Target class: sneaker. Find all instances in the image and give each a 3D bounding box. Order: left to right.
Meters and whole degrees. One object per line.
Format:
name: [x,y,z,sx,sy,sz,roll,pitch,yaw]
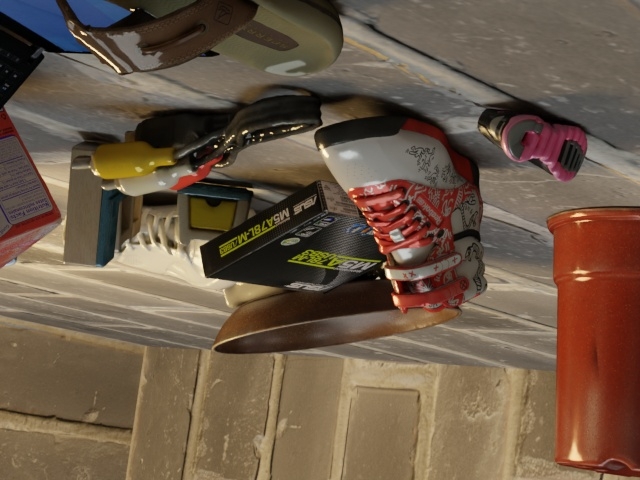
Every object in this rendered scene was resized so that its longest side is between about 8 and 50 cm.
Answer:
sneaker: [-0.206,-0.003,1.865,0.169,0.108,0.292,9,173,-32]
sneaker: [0.080,-0.016,1.376,0.090,0.145,0.270,-8,167,23]
sneaker: [0.172,-0.083,1.279,0.057,0.047,0.119,25,-176,42]

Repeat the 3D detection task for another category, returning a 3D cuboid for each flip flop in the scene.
flip flop: [-0.095,-0.136,0.977,0.112,0.080,0.277,-7,164,42]

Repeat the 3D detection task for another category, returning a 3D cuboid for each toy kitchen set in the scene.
toy kitchen set: [-0.165,-0.044,1.660,0.166,0.122,0.207,7,-169,3]

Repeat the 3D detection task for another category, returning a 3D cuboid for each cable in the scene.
cable: [-0.086,-0.078,1.400,0.287,0.072,0.139,-2,173,45]

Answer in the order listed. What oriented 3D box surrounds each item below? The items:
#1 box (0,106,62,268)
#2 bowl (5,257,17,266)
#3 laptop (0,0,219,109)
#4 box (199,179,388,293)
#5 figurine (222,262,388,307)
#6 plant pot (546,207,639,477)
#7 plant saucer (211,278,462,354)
box: [-0.391,-0.012,1.308,0.300,0.154,0.142,-27,176,-44]
bowl: [-0.593,-0.036,2.074,0.391,0.077,0.391,8,172,1]
laptop: [-0.244,-0.107,1.124,0.136,0.264,0.234,44,-174,23]
box: [0.000,0.000,1.679,0.184,0.045,0.191,-30,154,35]
figurine: [0.010,0.027,1.922,0.209,0.092,0.215,-10,172,38]
plant pot: [0.364,0.121,1.674,0.273,0.265,0.272,7,172,1]
plant saucer: [0.018,0.092,1.927,0.311,0.050,0.310,-8,171,-1]
